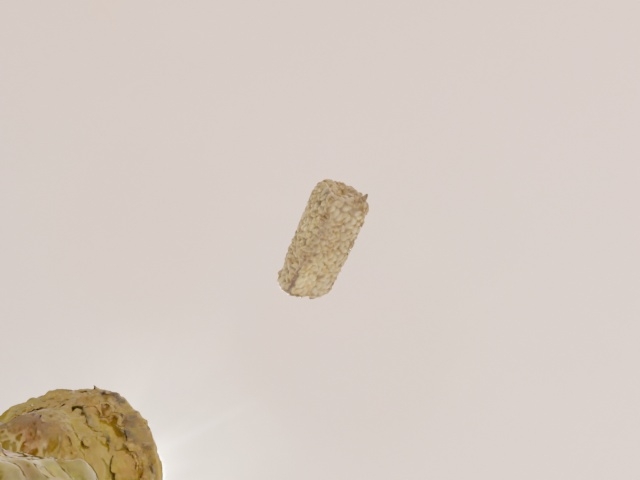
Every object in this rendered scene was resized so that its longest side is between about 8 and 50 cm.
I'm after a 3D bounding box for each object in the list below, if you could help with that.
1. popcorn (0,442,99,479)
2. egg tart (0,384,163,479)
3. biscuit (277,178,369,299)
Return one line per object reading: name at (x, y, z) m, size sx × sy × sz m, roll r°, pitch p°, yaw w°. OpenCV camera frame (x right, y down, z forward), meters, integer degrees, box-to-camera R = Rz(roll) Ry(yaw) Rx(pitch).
popcorn at (-0.366, 0.281, 1.249) m, size 0.274 × 0.279 × 0.335 m, roll 12°, pitch -19°, yaw 32°
egg tart at (-0.309, 0.286, 1.490) m, size 0.294 × 0.294 × 0.123 m, roll 13°, pitch -20°, yaw 32°
biscuit at (0.000, 0.000, 1.819) m, size 0.082 × 0.168 × 0.070 m, roll 9°, pitch 27°, yaw -30°
